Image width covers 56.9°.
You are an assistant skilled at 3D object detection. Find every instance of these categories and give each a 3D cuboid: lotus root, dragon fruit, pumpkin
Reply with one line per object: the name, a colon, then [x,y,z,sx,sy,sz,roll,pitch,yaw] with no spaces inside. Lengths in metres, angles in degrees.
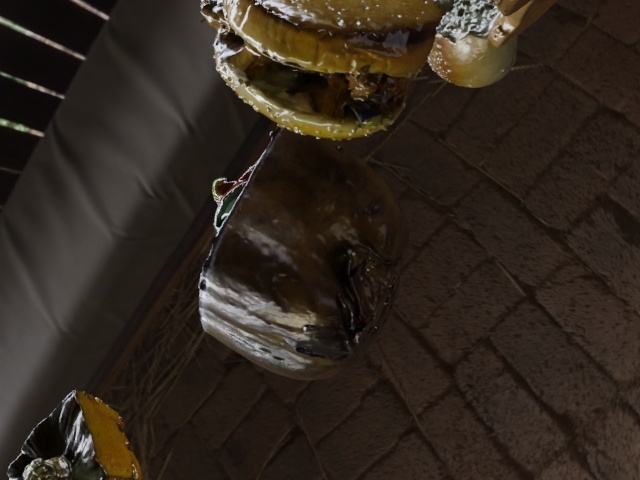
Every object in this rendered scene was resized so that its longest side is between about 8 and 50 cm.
lotus root: [-0.005,0.018,0.629,0.192,0.272,0.272,29,99,11]
dragon fruit: [-0.116,-0.041,1.297,0.296,0.130,0.268,24,121,-1]
pumpkin: [-0.163,0.151,0.377,0.083,0.054,0.074,-51,53,6]

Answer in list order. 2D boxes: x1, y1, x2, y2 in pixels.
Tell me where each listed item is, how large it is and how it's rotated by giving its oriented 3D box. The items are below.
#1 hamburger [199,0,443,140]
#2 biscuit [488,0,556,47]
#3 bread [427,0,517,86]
hamburger: [-0.007,-0.170,0.495,0.181,0.191,0.117,-86,14,-47]
biscuit: [0.257,-0.305,0.584,0.216,0.340,0.047,-39,86,15]
bread: [0.265,-0.395,1.096,0.172,0.192,0.313,-12,53,12]
